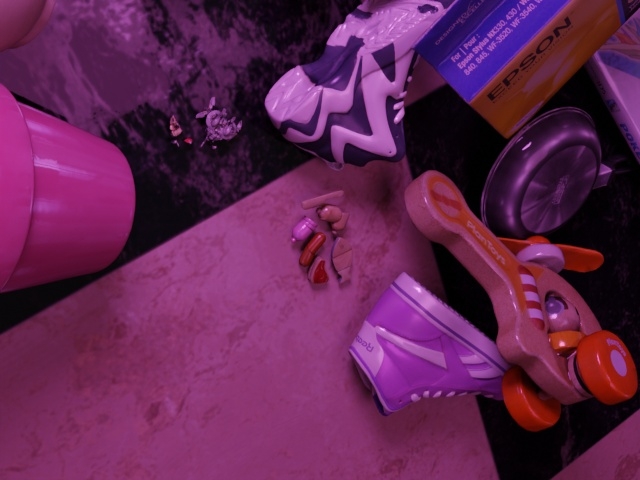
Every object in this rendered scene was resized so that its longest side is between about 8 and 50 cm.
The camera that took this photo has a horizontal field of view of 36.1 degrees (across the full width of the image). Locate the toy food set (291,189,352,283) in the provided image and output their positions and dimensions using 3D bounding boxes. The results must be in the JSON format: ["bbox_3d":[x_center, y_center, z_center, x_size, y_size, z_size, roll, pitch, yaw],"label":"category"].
[{"bbox_3d":[0.000,0.000,1.143,0.077,0.019,0.122,-18,122,-27],"label":"toy food set"}]

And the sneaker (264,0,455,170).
[{"bbox_3d":[0.072,-0.164,1.071,0.235,0.094,0.153,-42,133,3],"label":"sneaker"}]

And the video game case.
[{"bbox_3d":[0.536,-0.228,1.346,0.329,0.036,0.300,-39,105,-16],"label":"video game case"}]

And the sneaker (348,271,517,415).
[{"bbox_3d":[0.148,0.169,1.255,0.282,0.102,0.161,36,93,-29],"label":"sneaker"}]

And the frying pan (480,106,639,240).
[{"bbox_3d":[0.334,-0.064,1.308,0.326,0.053,0.197,16,111,-45],"label":"frying pan"}]

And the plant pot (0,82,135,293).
[{"bbox_3d":[-0.273,-0.038,0.860,0.180,0.201,0.201,5,104,-50],"label":"plant pot"}]

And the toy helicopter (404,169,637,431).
[{"bbox_3d":[0.234,0.041,1.177,0.355,0.140,0.235,44,41,-17],"label":"toy helicopter"}]

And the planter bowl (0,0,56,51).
[{"bbox_3d":[-0.288,-0.218,0.812,0.109,0.162,0.162,10,101,-61],"label":"planter bowl"}]

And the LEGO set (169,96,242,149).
[{"bbox_3d":[-0.116,-0.117,1.024,0.083,0.023,0.054,-29,119,-22],"label":"LEGO set"}]

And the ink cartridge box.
[{"bbox_3d":[0.262,-0.257,1.047,0.303,0.072,0.307,-45,165,13],"label":"ink cartridge box"}]
